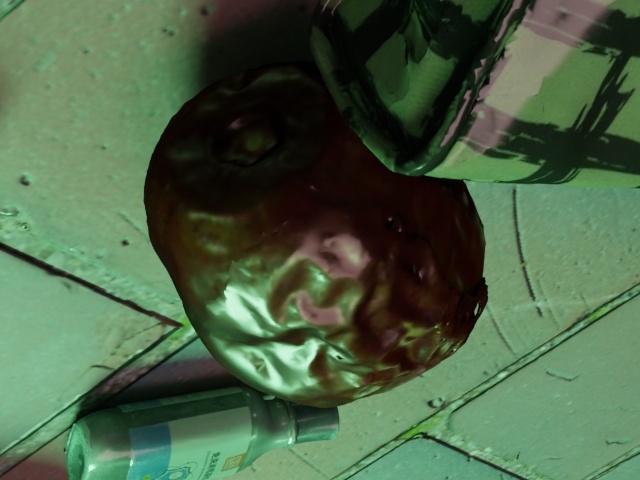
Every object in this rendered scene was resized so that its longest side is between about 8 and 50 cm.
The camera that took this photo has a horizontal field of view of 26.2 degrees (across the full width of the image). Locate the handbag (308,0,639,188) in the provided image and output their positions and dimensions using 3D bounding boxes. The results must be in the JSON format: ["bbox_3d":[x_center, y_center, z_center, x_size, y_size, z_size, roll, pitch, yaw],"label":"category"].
[{"bbox_3d":[0.200,-0.177,0.670,0.325,0.162,0.327,0,135,-36],"label":"handbag"}]

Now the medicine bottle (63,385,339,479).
[{"bbox_3d":[-0.087,0.150,1.051,0.208,0.054,0.090,-7,144,-25],"label":"medicine bottle"}]

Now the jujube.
[{"bbox_3d":[0.000,0.000,0.795,0.183,0.183,0.243,-27,143,6],"label":"jujube"}]
